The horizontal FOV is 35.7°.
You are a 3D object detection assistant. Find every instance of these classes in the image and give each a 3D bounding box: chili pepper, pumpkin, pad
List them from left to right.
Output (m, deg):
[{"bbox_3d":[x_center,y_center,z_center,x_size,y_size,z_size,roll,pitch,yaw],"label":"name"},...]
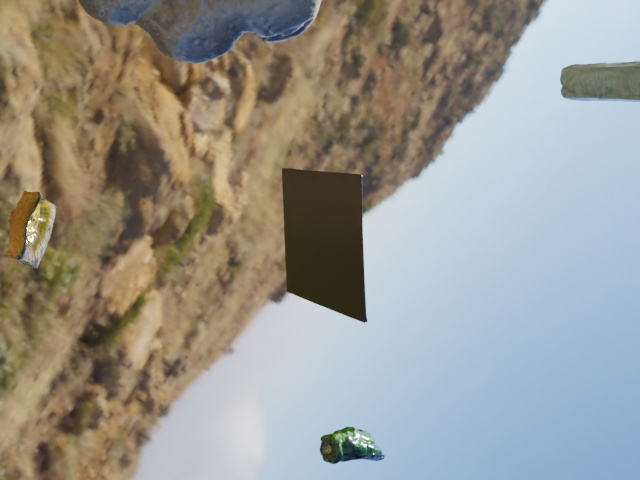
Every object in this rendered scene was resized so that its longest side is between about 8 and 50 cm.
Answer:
[{"bbox_3d":[-0.289,-0.010,0.977,0.101,0.035,0.073,118,-19,-78],"label":"pumpkin"},{"bbox_3d":[0.000,0.000,1.198,0.245,0.006,0.170,-167,-106,-66],"label":"pad"},{"bbox_3d":[0.034,0.189,0.925,0.118,0.055,0.035,28,80,-78],"label":"chili pepper"}]

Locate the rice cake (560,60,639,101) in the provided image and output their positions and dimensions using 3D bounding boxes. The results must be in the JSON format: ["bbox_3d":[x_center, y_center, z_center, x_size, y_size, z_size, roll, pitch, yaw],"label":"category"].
[{"bbox_3d":[0.315,-0.147,0.930,0.245,0.045,0.042,21,-69,62],"label":"rice cake"}]

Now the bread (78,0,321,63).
[{"bbox_3d":[-0.168,-0.309,1.125,0.183,0.337,0.102,-60,-176,13],"label":"bread"}]
